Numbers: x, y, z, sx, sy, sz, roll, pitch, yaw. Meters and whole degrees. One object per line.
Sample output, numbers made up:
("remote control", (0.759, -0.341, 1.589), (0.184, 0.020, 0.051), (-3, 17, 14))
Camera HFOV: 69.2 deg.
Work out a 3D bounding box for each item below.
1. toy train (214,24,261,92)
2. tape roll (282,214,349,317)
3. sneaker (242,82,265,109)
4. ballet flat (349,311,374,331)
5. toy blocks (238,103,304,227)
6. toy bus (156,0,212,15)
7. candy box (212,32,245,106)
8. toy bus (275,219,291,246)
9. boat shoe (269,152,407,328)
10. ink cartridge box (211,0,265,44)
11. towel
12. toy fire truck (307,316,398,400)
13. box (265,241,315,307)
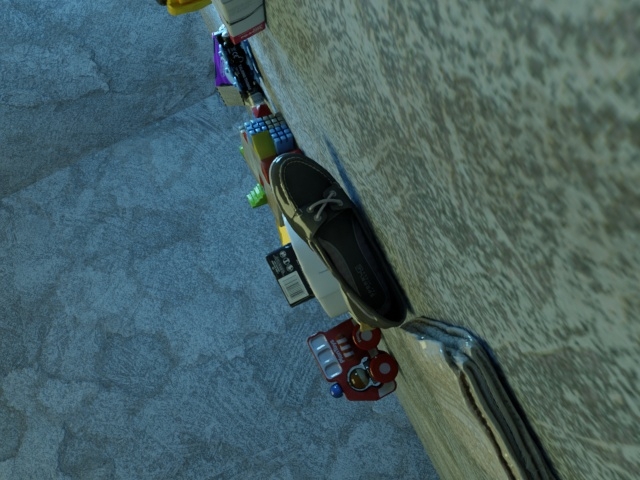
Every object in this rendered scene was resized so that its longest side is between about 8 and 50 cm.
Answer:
("toy train", (-0.215, -0.471, 1.200), (0.184, 0.080, 0.105), (67, -179, -57))
("tape roll", (0.015, 0.028, 1.050), (0.286, 0.100, 0.286), (-24, -90, -86))
("sneaker", (-0.212, -0.459, 1.449), (0.170, 0.063, 0.075), (-118, 9, -57))
("ballet flat", (0.108, 0.188, 1.496), (0.232, 0.073, 0.080), (62, 177, 30))
("toy blocks", (-0.133, -0.231, 1.294), (0.261, 0.190, 0.381), (90, 155, -58))
("toy bus", (-0.294, -0.608, 0.927), (0.220, 0.149, 0.211), (61, 162, -5))
("candy box", (-0.284, -0.529, 1.458), (0.233, 0.071, 0.159), (-151, 58, -85))
("toy bus", (-0.057, -0.001, 1.558), (0.130, 0.108, 0.333), (-15, -89, -48))
("boat shoe", (0.040, 0.000, 0.748), (0.335, 0.112, 0.095), (58, 161, -14))
("ink cartridge box", (-0.132, -0.373, 0.674), (0.109, 0.063, 0.150), (63, 177, -5))
("towel", (0.171, 0.190, 0.561), (0.187, 0.049, 0.282), (63, 178, 6))
("toy fire truck", (0.121, 0.427, 1.643), (0.302, 0.253, 0.169), (63, 178, 8))
("box", (-0.024, 0.067, 1.341), (0.165, 0.143, 0.270), (64, -164, 1))
